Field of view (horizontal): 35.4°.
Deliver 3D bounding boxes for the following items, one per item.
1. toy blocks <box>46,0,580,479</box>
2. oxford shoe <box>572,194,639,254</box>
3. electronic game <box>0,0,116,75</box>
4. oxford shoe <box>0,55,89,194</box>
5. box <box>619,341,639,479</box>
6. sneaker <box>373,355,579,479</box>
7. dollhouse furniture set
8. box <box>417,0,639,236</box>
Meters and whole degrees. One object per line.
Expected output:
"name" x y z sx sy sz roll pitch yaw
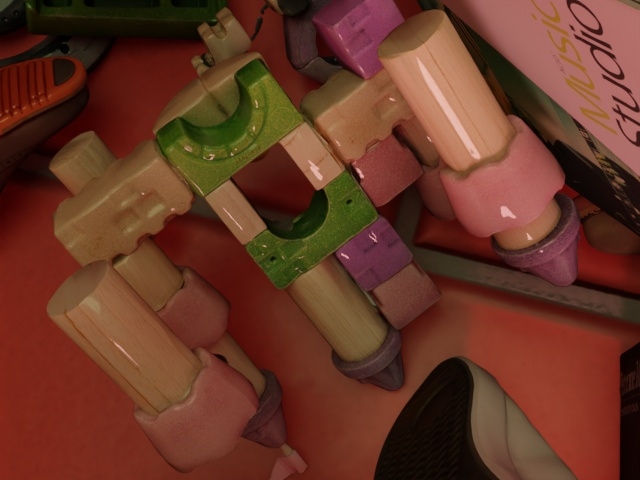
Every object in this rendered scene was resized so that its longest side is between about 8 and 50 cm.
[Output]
"toy blocks" 0.000 0.000 0.684 0.289 0.309 0.260 -38 118 1
"oxford shoe" 0.342 -0.003 0.649 0.349 0.123 0.130 -4 84 11
"electronic game" -0.272 -0.212 0.832 0.229 0.048 0.229 0 77 1
"oxford shoe" -0.281 -0.047 0.781 0.271 0.098 0.097 -30 37 9
"box" 0.248 0.246 0.573 0.143 0.191 0.381 3 78 10
"sneaker" 0.110 0.167 0.594 0.123 0.290 0.106 37 101 -11
"dollhouse furniture set" -0.152 -0.328 0.744 0.151 0.197 0.301 -4 73 -15
"box" 0.154 -0.082 0.524 0.058 0.232 0.322 -40 38 1
